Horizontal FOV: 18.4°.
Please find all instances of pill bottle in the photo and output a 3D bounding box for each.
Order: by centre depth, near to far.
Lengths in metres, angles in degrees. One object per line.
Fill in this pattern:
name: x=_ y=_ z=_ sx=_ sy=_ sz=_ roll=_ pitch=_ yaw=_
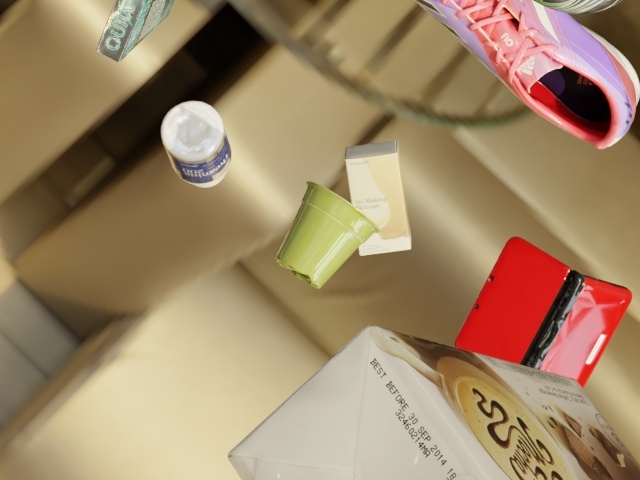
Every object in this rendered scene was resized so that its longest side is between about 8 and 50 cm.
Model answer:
pill bottle: x=-0.130 y=-0.098 z=2.110 sx=0.067 sy=0.067 sz=0.120 roll=37 pitch=169 yaw=14

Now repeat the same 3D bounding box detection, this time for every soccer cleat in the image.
soccer cleat: x=0.199 y=-0.215 z=2.044 sx=0.318 sy=0.116 sz=0.108 roll=38 pitch=118 yaw=-9

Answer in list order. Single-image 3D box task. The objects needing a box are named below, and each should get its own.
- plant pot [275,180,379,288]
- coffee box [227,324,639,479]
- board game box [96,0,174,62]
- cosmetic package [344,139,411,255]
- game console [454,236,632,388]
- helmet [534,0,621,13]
plant pot: x=0.000 y=0.000 z=1.857 sx=0.083 sy=0.079 sz=0.083 roll=33 pitch=174 yaw=4
coffee box: x=0.099 y=0.163 z=1.139 sx=0.168 sy=0.119 sz=0.297 roll=54 pitch=-163 yaw=25
board game box: x=-0.129 y=-0.253 z=1.688 sx=0.026 sy=0.126 sz=0.186 roll=28 pitch=120 yaw=3
cosmetic package: x=0.062 y=-0.046 z=2.136 sx=0.041 sy=0.060 sz=0.115 roll=-86 pitch=-13 yaw=-67
game console: x=0.233 y=0.084 z=2.070 sx=0.124 sy=0.144 sz=0.085 roll=15 pitch=-160 yaw=-35
helmet: x=0.251 y=-0.303 z=1.944 sx=0.169 sy=0.169 sz=0.161 roll=41 pitch=123 yaw=4
